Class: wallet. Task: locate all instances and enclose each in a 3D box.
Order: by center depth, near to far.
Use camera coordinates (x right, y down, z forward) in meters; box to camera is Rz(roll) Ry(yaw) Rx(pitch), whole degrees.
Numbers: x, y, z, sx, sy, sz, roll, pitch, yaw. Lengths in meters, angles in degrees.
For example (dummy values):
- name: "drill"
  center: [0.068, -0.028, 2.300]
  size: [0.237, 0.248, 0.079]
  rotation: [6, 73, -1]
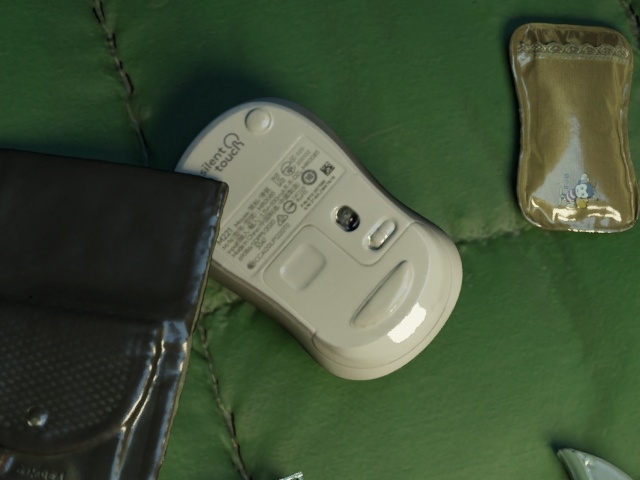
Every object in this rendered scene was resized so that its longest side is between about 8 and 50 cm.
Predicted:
- name: "wallet"
  center: [-0.233, 0.077, 1.766]
  size: [0.247, 0.041, 0.323]
  rotation: [9, 71, 13]

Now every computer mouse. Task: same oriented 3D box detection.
- name: "computer mouse"
  center: [0.000, 0.000, 1.815]
  size: [0.297, 0.121, 0.184]
  rotation: [36, 89, 21]

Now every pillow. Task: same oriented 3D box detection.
- name: "pillow"
  center: [0.248, -0.112, 1.931]
  size: [0.130, 0.033, 0.217]
  rotation: [4, 73, -9]

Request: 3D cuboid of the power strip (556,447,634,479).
- name: "power strip"
  center: [0.244, 0.307, 1.801]
  size: [0.167, 0.054, 0.253]
  rotation: [36, 72, -1]

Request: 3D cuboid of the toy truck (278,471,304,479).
- name: "toy truck"
  center: [-0.074, 0.293, 1.739]
  size: [0.178, 0.080, 0.115]
  rotation: [-21, 73, -15]
